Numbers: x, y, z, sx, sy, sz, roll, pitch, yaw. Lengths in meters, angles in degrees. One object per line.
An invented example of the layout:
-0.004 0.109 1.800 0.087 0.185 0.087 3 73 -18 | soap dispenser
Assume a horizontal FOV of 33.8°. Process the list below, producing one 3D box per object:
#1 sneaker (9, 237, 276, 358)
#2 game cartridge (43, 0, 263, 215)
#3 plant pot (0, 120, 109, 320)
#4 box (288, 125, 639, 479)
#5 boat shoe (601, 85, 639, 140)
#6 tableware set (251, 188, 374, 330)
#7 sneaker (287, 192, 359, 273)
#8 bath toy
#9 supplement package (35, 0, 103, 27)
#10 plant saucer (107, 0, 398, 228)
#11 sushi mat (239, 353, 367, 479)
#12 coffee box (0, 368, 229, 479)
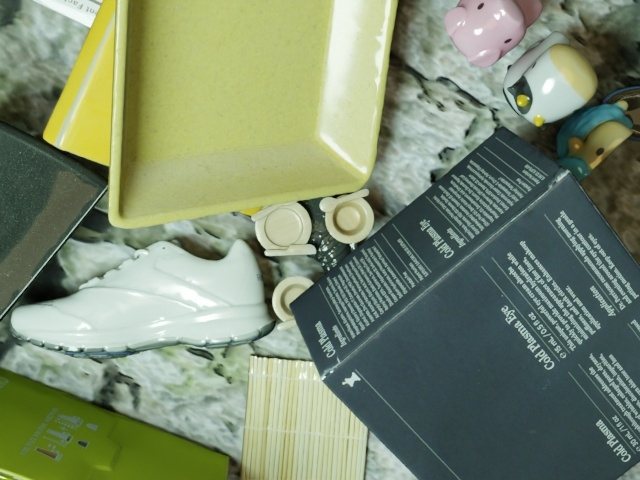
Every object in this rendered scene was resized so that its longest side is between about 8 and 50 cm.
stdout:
-0.204 0.068 1.203 0.297 0.111 0.129 -6 82 -7 | sneaker
-0.106 -0.207 1.106 0.285 0.053 0.323 20 96 -46 | game cartridge
-0.342 -0.037 1.097 0.167 0.188 0.187 39 84 -9 | plant pot
0.198 0.115 1.135 0.312 0.179 0.343 -40 114 3 | box
0.419 -0.144 1.214 0.183 0.066 0.066 5 97 -4 | boat shoe
0.005 0.021 1.184 0.141 0.020 0.168 -14 93 -5 | tableware set
0.000 0.000 1.220 0.089 0.051 0.170 0 93 -3 | sneaker
0.191 -0.221 1.148 0.129 0.151 0.348 -43 96 -13 | bath toy
-0.196 -0.338 1.118 0.134 0.139 0.244 25 97 -6 | supplement package
-0.074 -0.198 1.045 0.333 0.081 0.332 -11 119 -38 | plant saucer
-0.023 0.297 1.272 0.151 0.019 0.316 4 97 -5 | sushi mat
-0.314 0.361 1.103 0.338 0.337 0.334 23 95 -5 | coffee box
